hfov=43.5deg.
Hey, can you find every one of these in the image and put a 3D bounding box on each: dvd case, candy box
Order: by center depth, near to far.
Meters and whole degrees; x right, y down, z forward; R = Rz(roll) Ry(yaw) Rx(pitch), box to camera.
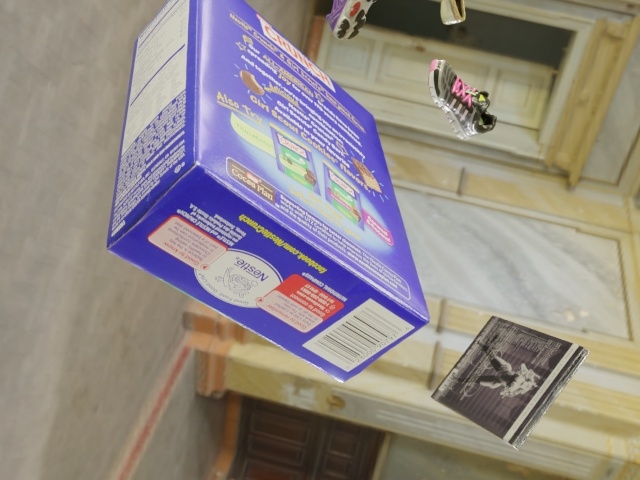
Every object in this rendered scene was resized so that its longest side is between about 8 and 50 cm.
[{"bbox_3d":[-0.048,-0.068,0.750,0.122,0.268,0.317,-37,-143,26],"label":"candy box"},{"bbox_3d":[0.265,0.196,1.156,0.164,0.018,0.221,-50,-160,-9],"label":"dvd case"}]

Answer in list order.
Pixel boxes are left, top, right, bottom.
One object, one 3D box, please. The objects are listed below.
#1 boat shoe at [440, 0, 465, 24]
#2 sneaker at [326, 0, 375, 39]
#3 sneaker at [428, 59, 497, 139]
[{"bbox_3d":[0.252,-0.476,1.506,0.050,0.045,0.135,-30,120,-46],"label":"boat shoe"},{"bbox_3d":[0.053,-0.410,1.309,0.068,0.071,0.170,-8,145,-42],"label":"sneaker"},{"bbox_3d":[0.234,-0.230,1.296,0.170,0.075,0.063,50,52,-38],"label":"sneaker"}]
